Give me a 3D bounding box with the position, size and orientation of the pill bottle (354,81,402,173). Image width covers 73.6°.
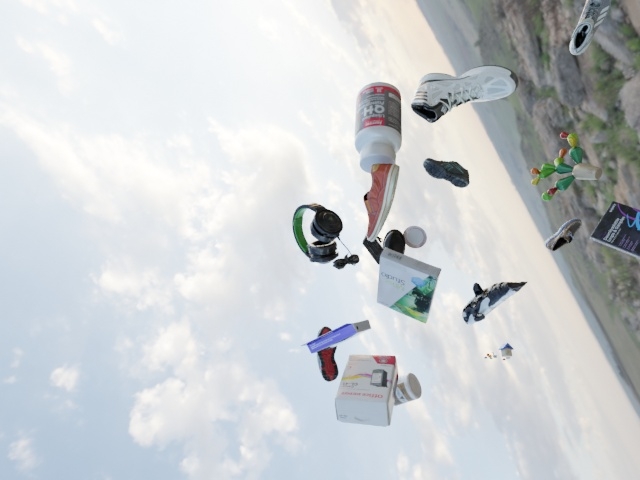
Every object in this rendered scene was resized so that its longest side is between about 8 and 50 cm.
[{"bbox_3d":[0.214,-0.413,1.592,0.176,0.176,0.318,33,-127,-47],"label":"pill bottle"}]

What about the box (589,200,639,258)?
[{"bbox_3d":[0.811,-0.021,1.107,0.162,0.116,0.029,31,180,37],"label":"box"}]

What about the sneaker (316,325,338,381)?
[{"bbox_3d":[0.013,0.516,1.989,0.125,0.104,0.261,-155,61,-68],"label":"sneaker"}]

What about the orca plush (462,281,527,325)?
[{"bbox_3d":[0.555,0.189,1.452,0.151,0.287,0.102,-38,-105,-23],"label":"orca plush"}]

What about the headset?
[{"bbox_3d":[0.000,0.000,1.764,0.185,0.243,0.394,-20,-141,-39],"label":"headset"}]

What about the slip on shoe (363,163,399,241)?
[{"bbox_3d":[0.204,-0.137,1.544,0.123,0.101,0.331,-58,-19,-45],"label":"slip on shoe"}]

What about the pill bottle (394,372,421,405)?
[{"bbox_3d":[0.387,0.772,2.187,0.131,0.229,0.131,36,-143,-33],"label":"pill bottle"}]

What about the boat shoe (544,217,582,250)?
[{"bbox_3d":[1.098,-0.018,1.913,0.066,0.183,0.066,32,-157,-18],"label":"boat shoe"}]

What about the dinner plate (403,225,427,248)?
[{"bbox_3d":[0.553,-0.022,2.508,0.141,0.141,0.017,59,-149,-6],"label":"dinner plate"}]

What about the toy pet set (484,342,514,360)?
[{"bbox_3d":[0.914,0.564,2.178,0.122,0.114,0.065,9,-117,-13],"label":"toy pet set"}]

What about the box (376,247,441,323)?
[{"bbox_3d":[0.346,0.188,1.729,0.058,0.232,0.322,-53,-27,-33],"label":"box"}]

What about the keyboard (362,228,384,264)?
[{"bbox_3d":[0.255,0.021,1.968,0.180,0.023,0.108,50,-124,-40],"label":"keyboard"}]

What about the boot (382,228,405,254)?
[{"bbox_3d":[0.413,0.110,2.375,0.260,0.131,0.348,-24,-61,-85],"label":"boot"}]

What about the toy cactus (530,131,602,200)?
[{"bbox_3d":[0.747,-0.222,1.290,0.112,0.219,0.180,28,-178,-32],"label":"toy cactus"}]

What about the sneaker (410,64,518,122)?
[{"bbox_3d":[0.611,-0.613,1.880,0.257,0.448,0.169,-62,-40,-25],"label":"sneaker"}]

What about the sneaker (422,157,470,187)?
[{"bbox_3d":[0.665,-0.372,2.256,0.267,0.101,0.106,26,-117,-5],"label":"sneaker"}]

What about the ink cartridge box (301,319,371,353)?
[{"bbox_3d":[0.062,0.356,1.576,0.208,0.206,0.045,13,-130,-61],"label":"ink cartridge box"}]

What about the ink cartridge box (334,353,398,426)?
[{"bbox_3d":[0.206,0.633,1.847,0.306,0.226,0.131,-53,-42,-64],"label":"ink cartridge box"}]

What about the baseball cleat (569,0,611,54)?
[{"bbox_3d":[0.832,-0.681,1.311,0.109,0.072,0.205,-15,-58,-61],"label":"baseball cleat"}]
